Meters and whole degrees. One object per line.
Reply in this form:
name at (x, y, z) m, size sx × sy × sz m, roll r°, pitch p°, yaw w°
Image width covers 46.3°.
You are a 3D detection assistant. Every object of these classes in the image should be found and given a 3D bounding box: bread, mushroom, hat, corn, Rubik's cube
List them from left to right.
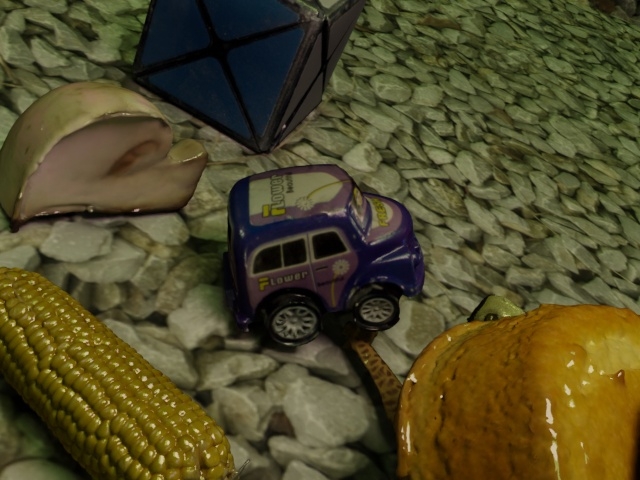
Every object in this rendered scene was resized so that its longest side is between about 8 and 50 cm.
corn at (-0.199, 0.131, 0.661) m, size 0.305 × 0.106 × 0.106 m, roll 39°, pitch 38°, yaw 17°
mushroom at (-0.265, -0.137, 0.894) m, size 0.236 × 0.162 × 0.173 m, roll -8°, pitch 50°, yaw -40°
Rubik's cube at (-0.098, -0.328, 1.154) m, size 0.260 × 0.259 × 0.255 m, roll 34°, pitch 38°, yaw 3°
hat at (0.223, 0.116, 0.956) m, size 0.076 × 0.077 × 0.059 m, roll 39°, pitch 39°, yaw 15°
bread at (0.244, 0.222, 0.682) m, size 0.358 × 0.204 × 0.336 m, roll 0°, pitch 72°, yaw -42°

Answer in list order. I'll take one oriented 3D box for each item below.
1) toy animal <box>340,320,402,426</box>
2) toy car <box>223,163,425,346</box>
toy animal at (0.116, 0.195, 0.821) m, size 0.275 × 0.054 × 0.149 m, roll 36°, pitch 35°, yaw 13°
toy car at (0.000, 0.000, 0.856) m, size 0.235 × 0.158 × 0.172 m, roll -8°, pitch 38°, yaw -3°
